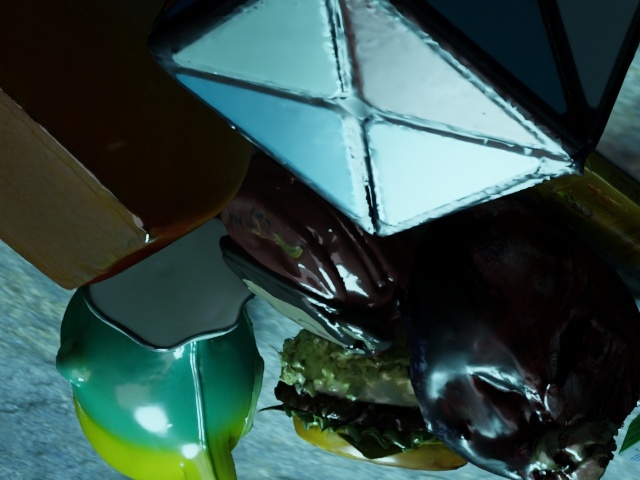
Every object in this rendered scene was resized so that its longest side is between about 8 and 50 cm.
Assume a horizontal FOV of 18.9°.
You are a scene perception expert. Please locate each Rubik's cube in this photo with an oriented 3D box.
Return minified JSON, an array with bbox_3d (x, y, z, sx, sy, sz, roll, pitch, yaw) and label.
[{"bbox_3d":[0.067,-0.183,1.353,0.250,0.246,0.248,37,149,-21],"label":"Rubik's cube"}]

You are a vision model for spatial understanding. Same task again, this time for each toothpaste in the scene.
[{"bbox_3d":[0.360,0.181,1.944,0.037,0.043,0.178,25,151,-7],"label":"toothpaste"}]

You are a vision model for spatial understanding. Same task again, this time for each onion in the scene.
[{"bbox_3d":[0.183,0.085,1.753,0.221,0.281,0.281,-17,140,6],"label":"onion"}]

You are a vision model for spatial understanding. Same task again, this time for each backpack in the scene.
[{"bbox_3d":[-0.002,0.002,1.837,0.229,0.139,0.229,36,164,12],"label":"backpack"}]

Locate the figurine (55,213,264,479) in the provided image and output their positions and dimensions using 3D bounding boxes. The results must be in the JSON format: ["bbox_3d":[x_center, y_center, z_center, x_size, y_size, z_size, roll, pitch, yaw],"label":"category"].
[{"bbox_3d":[-0.177,0.130,2.070,0.323,0.231,0.340,54,154,31],"label":"figurine"}]

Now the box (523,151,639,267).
[{"bbox_3d":[0.246,-0.034,1.694,0.156,0.022,0.089,35,149,-18],"label":"box"}]

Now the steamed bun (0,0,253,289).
[{"bbox_3d":[-0.223,-0.164,1.609,0.379,0.248,0.235,43,145,-11],"label":"steamed bun"}]

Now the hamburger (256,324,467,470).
[{"bbox_3d":[0.075,0.150,1.970,0.262,0.138,0.243,4,-172,-38],"label":"hamburger"}]
